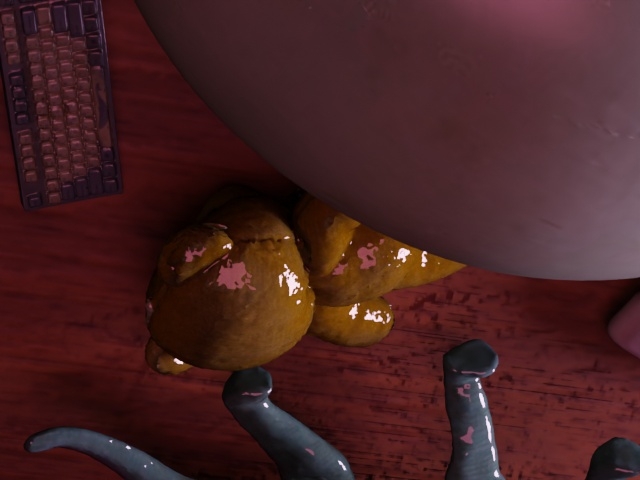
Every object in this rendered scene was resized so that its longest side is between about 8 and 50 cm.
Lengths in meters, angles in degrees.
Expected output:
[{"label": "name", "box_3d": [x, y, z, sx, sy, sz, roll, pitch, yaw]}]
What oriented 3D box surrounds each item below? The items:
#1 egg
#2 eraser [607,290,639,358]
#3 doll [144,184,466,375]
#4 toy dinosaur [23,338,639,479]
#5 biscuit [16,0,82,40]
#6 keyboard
[{"label": "egg", "box_3d": [0.083, -0.129, 0.795, 0.389, 0.276, 0.276, 24, 104, -19]}, {"label": "eraser", "box_3d": [0.318, 0.037, 1.016, 0.243, 0.059, 0.204, 32, 102, -15]}, {"label": "doll", "box_3d": [0.000, 0.000, 0.944, 0.209, 0.097, 0.137, -20, 145, -19]}, {"label": "toy dinosaur", "box_3d": [0.036, 0.227, 1.028, 0.383, 0.129, 0.331, -2, 126, -3]}, {"label": "biscuit", "box_3d": [-0.103, -0.234, 0.857, 0.048, 0.026, 0.292, 12, 108, -18]}, {"label": "keyboard", "box_3d": [-0.134, -0.094, 0.892, 0.055, 0.014, 0.176, -10, 124, -12]}]
